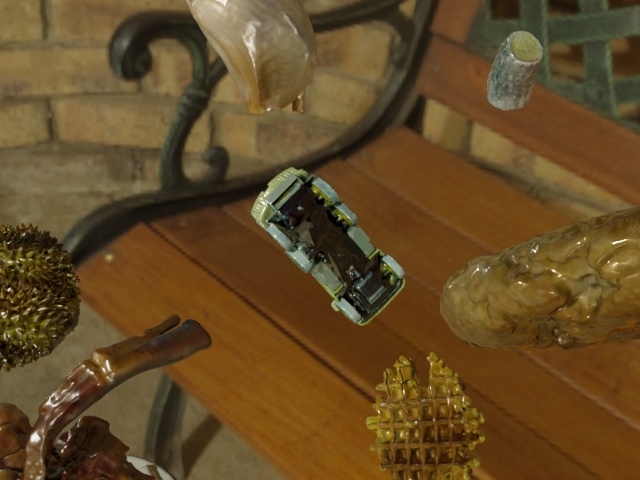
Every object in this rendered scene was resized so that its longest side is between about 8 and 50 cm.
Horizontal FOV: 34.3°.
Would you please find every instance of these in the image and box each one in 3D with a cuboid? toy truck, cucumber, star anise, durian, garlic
[{"bbox_3d":[0.000,0.000,1.149,0.085,0.191,0.116,-46,31,-5],"label":"toy truck"},{"bbox_3d":[0.258,-0.226,1.379,0.064,0.112,0.064,3,56,-4],"label":"cucumber"},{"bbox_3d":[-0.236,0.190,0.916,0.346,0.148,0.237,-37,31,0],"label":"star anise"},{"bbox_3d":[-0.546,0.094,1.709,0.258,0.258,0.293,37,27,31],"label":"durian"},{"bbox_3d":[-0.048,-0.165,0.808,0.066,0.152,0.084,14,53,49],"label":"garlic"}]

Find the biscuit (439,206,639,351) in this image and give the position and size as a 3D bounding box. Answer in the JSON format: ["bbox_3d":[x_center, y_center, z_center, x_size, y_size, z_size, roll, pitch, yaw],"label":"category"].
[{"bbox_3d":[0.162,0.016,0.435,0.226,0.226,0.042,-6,78,-15],"label":"biscuit"}]

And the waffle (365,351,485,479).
[{"bbox_3d":[0.166,0.300,1.658,0.051,0.229,0.231,6,35,-41],"label":"waffle"}]

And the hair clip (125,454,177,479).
[{"bbox_3d":[-0.245,0.301,1.155,0.220,0.054,0.140,-18,46,-29],"label":"hair clip"}]
